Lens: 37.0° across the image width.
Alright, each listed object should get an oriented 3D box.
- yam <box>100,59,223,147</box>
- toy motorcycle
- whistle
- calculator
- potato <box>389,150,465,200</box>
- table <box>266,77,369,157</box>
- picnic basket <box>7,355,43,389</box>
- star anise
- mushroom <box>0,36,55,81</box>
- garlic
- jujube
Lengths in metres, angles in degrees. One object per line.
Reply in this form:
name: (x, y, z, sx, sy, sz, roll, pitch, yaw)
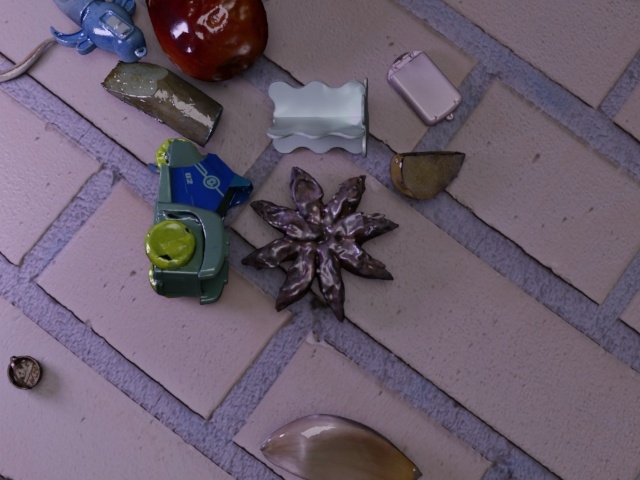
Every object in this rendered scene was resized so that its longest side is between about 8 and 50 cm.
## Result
yam: (-0.320, -0.293, 1.950, 0.259, 0.106, 0.106, 31, 81, 1)
toy motorcycle: (-0.237, -0.051, 1.881, 0.200, 0.191, 0.326, 5, 67, -5)
whistle: (-0.456, -0.454, 1.974, 0.269, 0.093, 0.180, 39, 75, 20)
calculator: (0.220, -0.320, 2.004, 0.100, 0.032, 0.175, -39, 84, -7)
potato: (0.206, -0.138, 1.962, 0.172, 0.089, 0.100, -10, 103, -35)
table: (-0.005, -0.248, 1.930, 0.198, 0.166, 0.166, 0, 81, 6)
picnic basket: (-0.578, 0.256, 1.856, 0.072, 0.083, 0.072, 0, 80, -1)
star anise: (0.000, 0.002, 1.902, 0.332, 0.117, 0.331, -1, 79, 3)
mushroom: (-0.672, -0.362, 1.981, 0.306, 0.043, 0.068, -13, 105, -6)
garlic: (0.045, 0.409, 1.840, 0.318, 0.112, 0.143, 21, 103, -5)
jujube: (-0.242, -0.474, 1.931, 0.223, 0.223, 0.318, -27, 79, -6)
